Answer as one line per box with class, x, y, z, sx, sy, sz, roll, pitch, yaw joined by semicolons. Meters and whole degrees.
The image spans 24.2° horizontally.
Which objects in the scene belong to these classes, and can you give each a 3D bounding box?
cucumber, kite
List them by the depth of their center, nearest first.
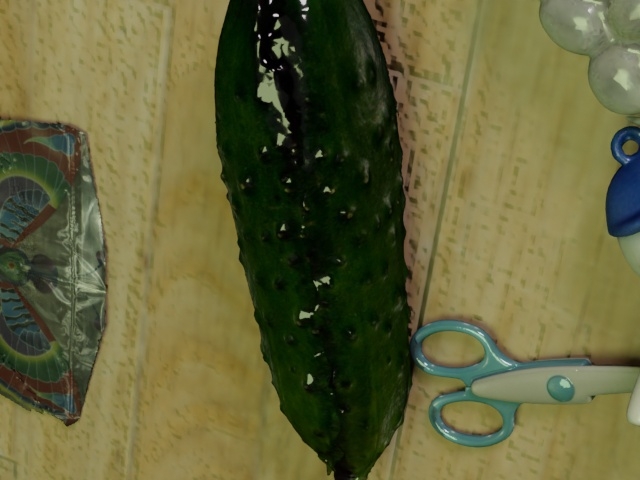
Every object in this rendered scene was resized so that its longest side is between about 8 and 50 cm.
cucumber;0.000;0.000;0.570;0.069;0.069;0.227;5;119;24
kite;-0.227;-0.009;0.702;0.285;0.015;0.152;15;118;19

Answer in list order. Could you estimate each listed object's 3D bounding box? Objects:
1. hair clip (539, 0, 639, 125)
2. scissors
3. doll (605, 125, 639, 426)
hair clip;0.105;-0.129;0.472;0.220;0.054;0.140;51;130;1
scissors;0.091;0.054;0.578;0.119;0.014;0.058;-6;111;32
doll;0.141;0.022;0.517;0.098;0.057;0.143;-30;92;7
